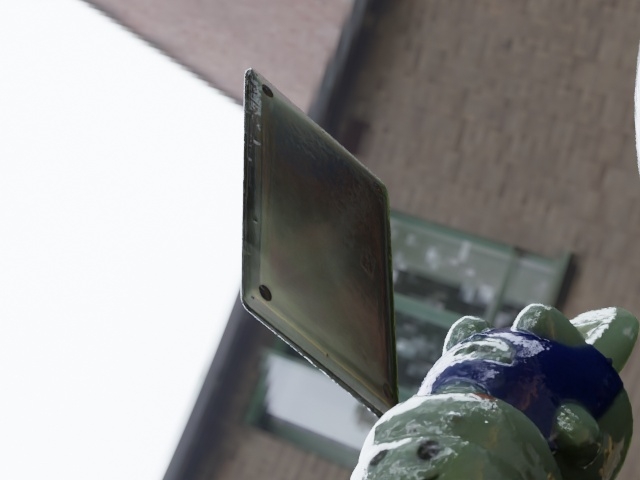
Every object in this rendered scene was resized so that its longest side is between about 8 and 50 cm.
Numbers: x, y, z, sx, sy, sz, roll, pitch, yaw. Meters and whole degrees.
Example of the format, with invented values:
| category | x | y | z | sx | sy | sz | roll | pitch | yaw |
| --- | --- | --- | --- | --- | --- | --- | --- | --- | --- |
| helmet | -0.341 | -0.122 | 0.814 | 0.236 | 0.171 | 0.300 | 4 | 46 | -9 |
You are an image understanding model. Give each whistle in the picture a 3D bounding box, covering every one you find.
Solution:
| category | x | y | z | sx | sy | sz | roll | pitch | yaw |
| --- | --- | --- | --- | --- | --- | --- | --- | --- | --- |
| whistle | 0.083 | 0.087 | 0.895 | 0.244 | 0.110 | 0.092 | -40 | -70 | -49 |

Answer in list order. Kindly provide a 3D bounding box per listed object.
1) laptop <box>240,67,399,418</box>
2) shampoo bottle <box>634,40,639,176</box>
| category | x | y | z | sx | sy | sz | roll | pitch | yaw |
| --- | --- | --- | --- | --- | --- | --- | --- | --- | --- |
| laptop | 0.000 | 0.000 | 1.569 | 0.187 | 0.015 | 0.269 | 40 | -147 | -34 |
| shampoo bottle | 0.310 | -0.065 | 0.945 | 0.322 | 0.322 | 0.317 | -52 | -40 | -25 |
